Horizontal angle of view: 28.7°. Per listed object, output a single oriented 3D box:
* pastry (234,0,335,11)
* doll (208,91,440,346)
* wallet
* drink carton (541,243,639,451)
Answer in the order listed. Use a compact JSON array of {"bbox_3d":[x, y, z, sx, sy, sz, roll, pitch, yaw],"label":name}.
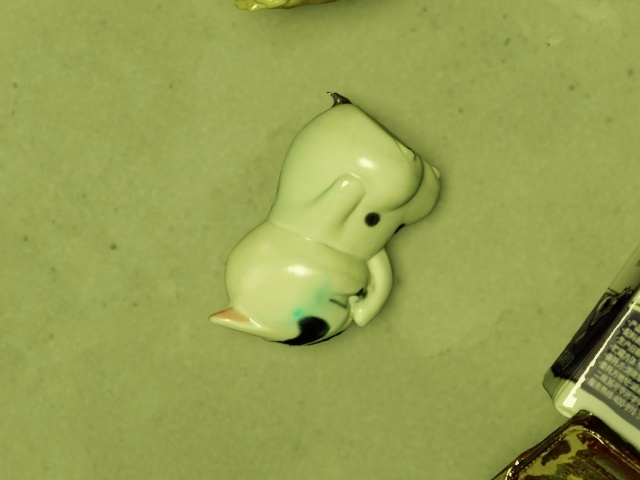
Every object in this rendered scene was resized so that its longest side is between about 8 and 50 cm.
[{"bbox_3d":[0.015,-0.278,0.838,0.256,0.170,0.237,-34,67,10],"label":"pastry"},{"bbox_3d":[0.006,-0.005,0.862,0.107,0.110,0.181,28,90,25],"label":"doll"},{"bbox_3d":[0.148,0.206,0.822,0.122,0.031,0.232,39,133,2],"label":"wallet"},{"bbox_3d":[0.250,0.039,0.825,0.102,0.134,0.222,34,93,7],"label":"drink carton"}]
